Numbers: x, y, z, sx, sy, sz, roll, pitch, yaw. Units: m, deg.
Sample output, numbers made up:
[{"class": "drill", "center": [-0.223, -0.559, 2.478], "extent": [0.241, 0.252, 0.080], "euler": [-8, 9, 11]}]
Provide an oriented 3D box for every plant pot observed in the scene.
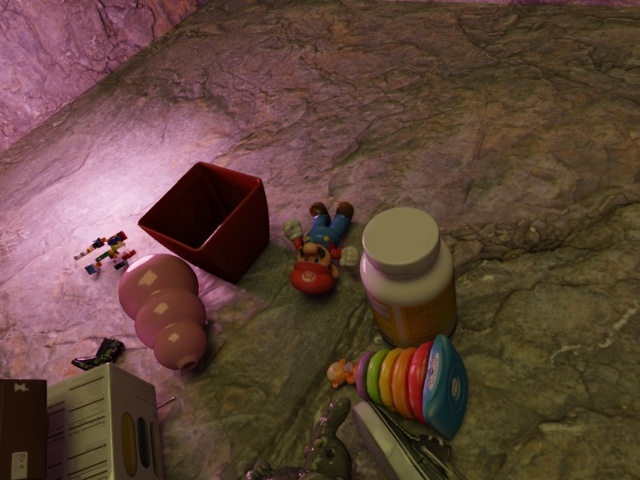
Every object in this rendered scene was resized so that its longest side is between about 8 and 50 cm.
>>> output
[{"class": "plant pot", "center": [-0.299, -0.033, 1.298], "extent": [0.267, 0.235, 0.267], "euler": [20, 60, 32]}]

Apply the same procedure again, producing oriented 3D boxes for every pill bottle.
[{"class": "pill bottle", "center": [0.189, 0.092, 0.954], "extent": [0.188, 0.334, 0.187], "euler": [-9, 49, 11]}]

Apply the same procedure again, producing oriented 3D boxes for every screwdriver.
[{"class": "screwdriver", "center": [-0.431, 0.424, 1.094], "extent": [0.170, 0.024, 0.025], "euler": [-35, 77, -11]}]

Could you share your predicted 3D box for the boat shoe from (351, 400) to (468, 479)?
[{"class": "boat shoe", "center": [0.196, 0.422, 0.833], "extent": [0.119, 0.121, 0.335], "euler": [-33, 58, -20]}]

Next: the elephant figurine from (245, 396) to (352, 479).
[{"class": "elephant figurine", "center": [-0.005, 0.444, 0.829], "extent": [0.239, 0.186, 0.169], "euler": [-28, 25, 6]}]

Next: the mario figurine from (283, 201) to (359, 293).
[{"class": "mario figurine", "center": [0.000, 0.000, 1.205], "extent": [0.198, 0.170, 0.320], "euler": [-33, 27, 38]}]

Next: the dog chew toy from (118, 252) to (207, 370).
[{"class": "dog chew toy", "center": [-0.396, 0.190, 1.174], "extent": [0.207, 0.206, 0.331], "euler": [-30, 55, -7]}]

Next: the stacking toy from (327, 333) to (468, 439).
[{"class": "stacking toy", "center": [0.138, 0.289, 0.950], "extent": [0.302, 0.165, 0.175], "euler": [-4, 52, 36]}]

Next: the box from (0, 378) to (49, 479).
[{"class": "box", "center": [-0.652, 0.440, 0.839], "extent": [0.381, 0.143, 0.191], "euler": [-45, 49, 22]}]

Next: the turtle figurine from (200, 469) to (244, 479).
[{"class": "turtle figurine", "center": [-0.235, 0.555, 0.859], "extent": [0.175, 0.118, 0.234], "euler": [-1, 56, 18]}]

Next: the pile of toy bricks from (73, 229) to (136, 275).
[{"class": "pile of toy bricks", "center": [-0.686, 0.033, 1.483], "extent": [0.212, 0.118, 0.105], "euler": [-24, 16, 19]}]

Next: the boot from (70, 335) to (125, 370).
[{"class": "boot", "center": [-0.609, 0.312, 1.239], "extent": [0.121, 0.045, 0.099], "euler": [8, 56, 16]}]

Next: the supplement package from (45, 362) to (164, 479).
[{"class": "supplement package", "center": [-0.475, 0.441, 0.956], "extent": [0.198, 0.199, 0.262], "euler": [-21, 55, 0]}]
